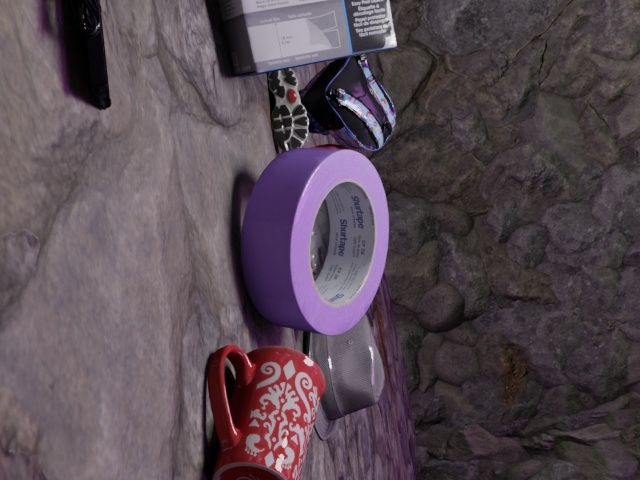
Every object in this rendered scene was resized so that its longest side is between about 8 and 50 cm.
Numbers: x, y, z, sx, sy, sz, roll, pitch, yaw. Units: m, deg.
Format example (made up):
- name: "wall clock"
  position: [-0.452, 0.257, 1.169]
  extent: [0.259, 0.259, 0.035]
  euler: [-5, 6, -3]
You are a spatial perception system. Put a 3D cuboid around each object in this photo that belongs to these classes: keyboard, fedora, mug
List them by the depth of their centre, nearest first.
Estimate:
- name: "keyboard"
  position: [-0.208, -0.216, 0.635]
  extent: [0.100, 0.038, 0.191]
  euler: [148, -65, -75]
- name: "mug"
  position: [-0.078, 0.213, 0.856]
  extent: [0.169, 0.150, 0.113]
  euler: [-77, -167, -54]
- name: "fedora"
  position: [0.054, 0.241, 1.440]
  extent: [0.275, 0.124, 0.243]
  euler: [-85, 163, -53]

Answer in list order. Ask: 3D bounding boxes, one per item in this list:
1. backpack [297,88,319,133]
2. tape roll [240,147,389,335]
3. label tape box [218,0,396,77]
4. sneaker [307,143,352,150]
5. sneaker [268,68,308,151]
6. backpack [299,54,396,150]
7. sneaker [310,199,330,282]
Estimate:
- name: "backpack"
  position: [-0.003, -0.273, 1.550]
  extent: [0.098, 0.120, 0.101]
  euler: [1, -78, 56]
- name: "tape roll"
  position: [0.000, 0.000, 1.112]
  extent: [0.275, 0.090, 0.274]
  euler: [-13, 106, -55]
- name: "label tape box"
  position: [-0.038, -0.432, 1.110]
  extent: [0.106, 0.241, 0.333]
  euler: [19, -58, 65]
- name: "sneaker"
  position: [0.020, -0.142, 1.539]
  extent: [0.314, 0.136, 0.115]
  euler: [-33, 115, -79]
- name: "sneaker"
  position: [-0.056, -0.242, 1.399]
  extent: [0.071, 0.068, 0.169]
  euler: [71, 12, -73]
- name: "backpack"
  position: [0.061, -0.257, 1.454]
  extent: [0.173, 0.117, 0.158]
  euler: [49, 54, -26]
- name: "sneaker"
  position: [-0.017, 0.027, 1.241]
  extent: [0.152, 0.114, 0.305]
  euler: [-89, 167, -48]
